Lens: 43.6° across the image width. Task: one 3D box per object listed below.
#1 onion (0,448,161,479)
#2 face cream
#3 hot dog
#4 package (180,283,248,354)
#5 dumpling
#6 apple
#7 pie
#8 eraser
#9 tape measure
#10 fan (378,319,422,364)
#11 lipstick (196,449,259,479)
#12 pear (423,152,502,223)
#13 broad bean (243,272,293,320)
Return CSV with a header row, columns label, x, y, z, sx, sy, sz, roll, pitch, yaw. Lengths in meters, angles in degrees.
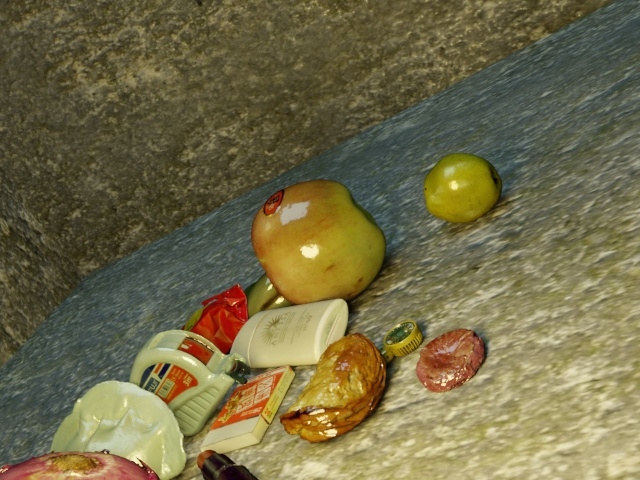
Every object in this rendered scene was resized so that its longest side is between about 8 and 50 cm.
label,x,y,z,sx,sy,sz,roll,pitch,yaw
onion,-0.454,0.549,1.505,0.358,0.344,0.358,-17,14,5
face cream,-0.084,0.235,1.978,0.349,0.081,0.173,-13,44,47
hot dog,0.036,0.298,1.576,0.175,0.114,0.259,-24,17,41
package,-0.349,0.302,2.160,0.196,0.123,0.423,-29,17,45
dumpling,-0.459,0.485,1.816,0.321,0.211,0.270,-22,53,-9
apple,0.000,0.000,2.066,0.305,0.338,0.338,-30,17,17
pie,0.245,0.225,1.518,0.154,0.038,0.153,-29,20,12
eraser,-0.162,0.383,1.808,0.157,0.038,0.230,-24,20,30
tape measure,-0.317,0.322,1.878,0.243,0.246,0.125,-55,1,30
fan,0.147,0.230,1.675,0.155,0.039,0.082,-38,18,-11
lipstick,-0.170,0.464,1.535,0.081,0.081,0.300,-39,19,-17
pear,0.361,-0.138,2.051,0.198,0.198,0.198,-30,18,10
broad bean,-0.154,0.165,2.297,0.189,0.121,0.263,-49,8,-28
